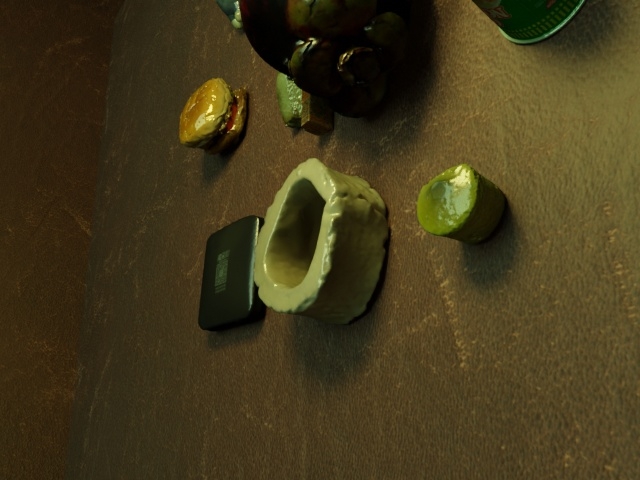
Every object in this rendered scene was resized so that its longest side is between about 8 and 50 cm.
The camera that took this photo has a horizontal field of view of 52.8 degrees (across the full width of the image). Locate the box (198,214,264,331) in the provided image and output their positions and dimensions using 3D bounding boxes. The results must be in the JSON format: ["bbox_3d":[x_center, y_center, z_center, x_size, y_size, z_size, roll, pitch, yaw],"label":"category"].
[{"bbox_3d":[-0.236,0.093,1.745,0.290,0.073,0.289,-23,58,49],"label":"box"}]

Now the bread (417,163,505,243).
[{"bbox_3d":[0.237,-0.054,1.086,0.129,0.114,0.111,-25,56,47],"label":"bread"}]

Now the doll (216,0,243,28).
[{"bbox_3d":[-0.239,-0.843,2.123,0.258,0.154,0.228,-21,55,42],"label":"doll"}]

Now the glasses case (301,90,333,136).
[{"bbox_3d":[-0.009,-0.373,1.623,0.049,0.075,0.218,-29,53,50],"label":"glasses case"}]

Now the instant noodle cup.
[{"bbox_3d":[0.306,-0.472,1.068,0.207,0.232,0.207,-29,52,45],"label":"instant noodle cup"}]

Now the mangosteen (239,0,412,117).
[{"bbox_3d":[0.032,-0.490,1.390,0.421,0.381,0.381,51,123,14],"label":"mangosteen"}]

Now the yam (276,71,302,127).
[{"bbox_3d":[-0.063,-0.434,1.710,0.106,0.106,0.259,-14,63,52],"label":"yam"}]

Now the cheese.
[{"bbox_3d":[0.004,0.001,1.369,0.292,0.153,0.332,13,87,57],"label":"cheese"}]

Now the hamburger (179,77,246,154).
[{"bbox_3d":[-0.338,-0.390,2.028,0.244,0.163,0.244,-32,50,47],"label":"hamburger"}]
